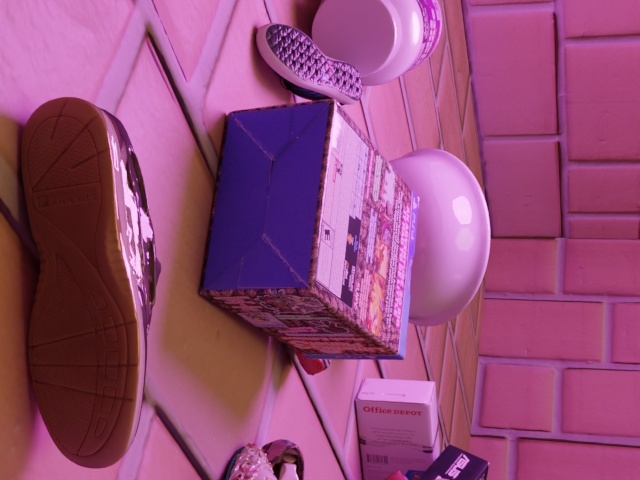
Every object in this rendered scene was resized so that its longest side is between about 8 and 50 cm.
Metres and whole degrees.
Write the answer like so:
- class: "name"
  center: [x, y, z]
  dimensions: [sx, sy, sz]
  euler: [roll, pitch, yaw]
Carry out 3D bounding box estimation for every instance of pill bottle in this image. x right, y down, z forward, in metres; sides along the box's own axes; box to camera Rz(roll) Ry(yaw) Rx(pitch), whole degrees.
- class: "pill bottle"
  center: [0.086, -0.329, 1.541]
  dimensions: [0.301, 0.169, 0.169]
  euler: [-44, 133, -68]

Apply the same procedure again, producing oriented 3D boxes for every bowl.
- class: "bowl"
  center: [0.126, -0.007, 1.623]
  dimensions: [0.134, 0.298, 0.298]
  euler: [2, 89, -38]

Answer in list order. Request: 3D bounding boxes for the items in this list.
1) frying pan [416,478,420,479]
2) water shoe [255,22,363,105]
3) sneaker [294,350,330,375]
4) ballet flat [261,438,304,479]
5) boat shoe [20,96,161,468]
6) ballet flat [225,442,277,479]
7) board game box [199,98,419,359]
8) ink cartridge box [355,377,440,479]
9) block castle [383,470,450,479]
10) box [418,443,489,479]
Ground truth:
- class: "frying pan"
  center: [0.150, 0.506, 1.505]
  dimensions: [0.197, 0.053, 0.326]
  euler: [6, 104, -61]
- class: "water shoe"
  center: [-0.029, -0.222, 1.331]
  dimensions: [0.203, 0.080, 0.073]
  euler: [23, 63, -46]
- class: "sneaker"
  center: [0.023, 0.062, 1.445]
  dimensions: [0.121, 0.112, 0.299]
  euler: [75, 23, -44]
- class: "ballet flat"
  center: [-0.053, 0.358, 1.239]
  dimensions: [0.079, 0.077, 0.221]
  euler: [140, -44, -66]
- class: "boat shoe"
  center: [-0.171, 0.032, 0.785]
  dimensions: [0.092, 0.103, 0.285]
  euler: [-13, 97, -69]
- class: "ballet flat"
  center: [-0.085, 0.320, 1.140]
  dimensions: [0.241, 0.077, 0.091]
  euler: [-60, 145, -61]
- class: "board game box"
  center: [0.000, 0.000, 1.219]
  dimensions: [0.291, 0.141, 0.232]
  euler: [41, 51, -57]
- class: "ink cartridge box"
  center: [0.146, 0.356, 1.839]
  dimensions: [0.082, 0.139, 0.191]
  euler: [-56, 144, -61]
- class: "block castle"
  center: [0.165, 0.522, 1.178]
  dimensions: [0.453, 0.213, 0.303]
  euler: [58, -11, 37]
- class: "box"
  center: [0.152, 0.583, 1.698]
  dimensions: [0.395, 0.097, 0.318]
  euler: [-32, 135, -52]
